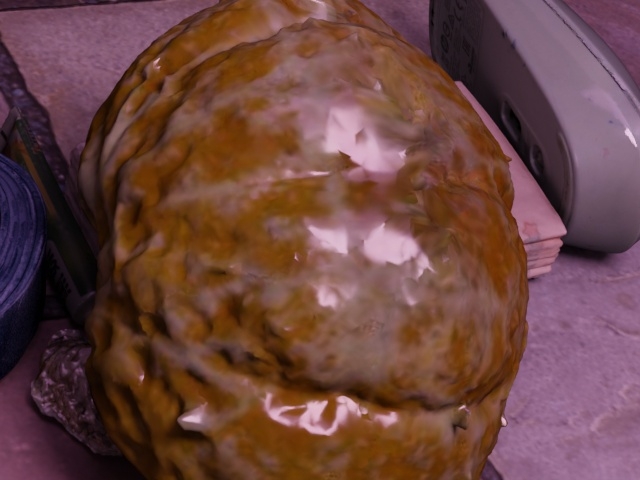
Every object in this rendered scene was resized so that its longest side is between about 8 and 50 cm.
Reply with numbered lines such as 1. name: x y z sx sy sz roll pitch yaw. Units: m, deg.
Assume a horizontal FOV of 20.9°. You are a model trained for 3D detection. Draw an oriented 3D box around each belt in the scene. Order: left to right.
1. belt: -0.245 0.013 1.102 0.141 0.082 0.190 11 42 -1

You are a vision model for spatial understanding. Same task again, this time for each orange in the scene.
1. orange: 0.000 0.000 1.036 0.271 0.210 0.368 3 67 -27

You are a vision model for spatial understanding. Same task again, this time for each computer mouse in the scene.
1. computer mouse: 0.177 -0.117 1.332 0.097 0.159 0.288 -17 52 -14

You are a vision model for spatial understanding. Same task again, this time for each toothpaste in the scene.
1. toothpaste: -0.181 -0.008 1.182 0.031 0.049 0.204 3 43 -40

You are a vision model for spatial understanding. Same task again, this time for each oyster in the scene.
1. oyster: -0.130 0.097 1.082 0.100 0.037 0.098 11 50 -10

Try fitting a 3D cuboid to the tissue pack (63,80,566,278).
1. tissue pack: -0.002 -0.019 1.231 0.325 0.071 0.170 -11 50 -30
